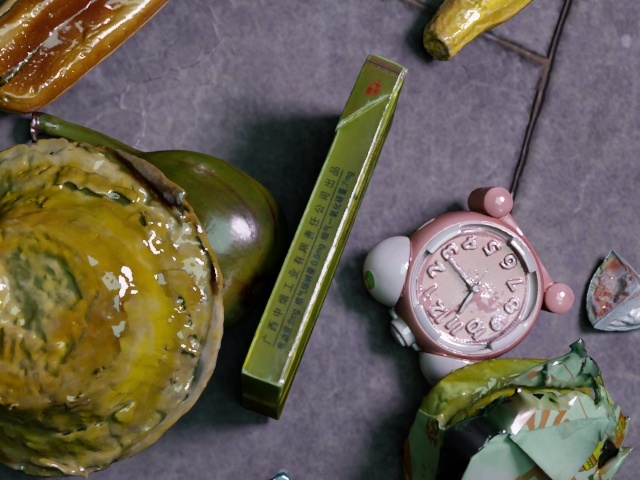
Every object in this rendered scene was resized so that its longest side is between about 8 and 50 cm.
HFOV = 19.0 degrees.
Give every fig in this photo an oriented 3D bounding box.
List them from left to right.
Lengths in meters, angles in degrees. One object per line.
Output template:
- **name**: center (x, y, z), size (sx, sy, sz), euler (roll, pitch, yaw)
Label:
- **fig**: center (-0.145, -0.034, 1.724), size (0.151, 0.151, 0.259), euler (-41, 70, -21)

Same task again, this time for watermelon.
- **watermelon**: center (0.309, 0.055, 1.888), size (0.085, 0.061, 0.085), euler (2, 78, -11)

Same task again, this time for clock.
- **clock**: center (0.133, 0.047, 1.816), size (0.162, 0.093, 0.166), euler (-34, 97, -12)

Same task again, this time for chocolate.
- **chocolate**: center (0.186, -0.258, 1.884), size (0.085, 0.085, 0.219), euler (47, 72, -8)

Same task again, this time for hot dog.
- **hot dog**: center (-0.220, -0.210, 1.730), size (0.249, 0.068, 0.100), euler (-42, 108, -18)

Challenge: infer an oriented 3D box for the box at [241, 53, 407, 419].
- **box**: center (0.000, 0.000, 1.723), size (0.043, 0.173, 0.311), euler (21, 76, 3)

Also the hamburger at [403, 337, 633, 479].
- **hamburger**: center (0.188, 0.176, 1.760), size (0.214, 0.125, 0.235), euler (-12, 125, -24)

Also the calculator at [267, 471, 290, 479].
- **calculator**: center (-0.081, 0.379, 1.698), size (0.248, 0.058, 0.274), euler (-23, 91, -21)

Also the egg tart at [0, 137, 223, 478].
- **egg tart**: center (-0.225, 0.059, 1.603), size (0.295, 0.116, 0.294), euler (0, 91, 15)
